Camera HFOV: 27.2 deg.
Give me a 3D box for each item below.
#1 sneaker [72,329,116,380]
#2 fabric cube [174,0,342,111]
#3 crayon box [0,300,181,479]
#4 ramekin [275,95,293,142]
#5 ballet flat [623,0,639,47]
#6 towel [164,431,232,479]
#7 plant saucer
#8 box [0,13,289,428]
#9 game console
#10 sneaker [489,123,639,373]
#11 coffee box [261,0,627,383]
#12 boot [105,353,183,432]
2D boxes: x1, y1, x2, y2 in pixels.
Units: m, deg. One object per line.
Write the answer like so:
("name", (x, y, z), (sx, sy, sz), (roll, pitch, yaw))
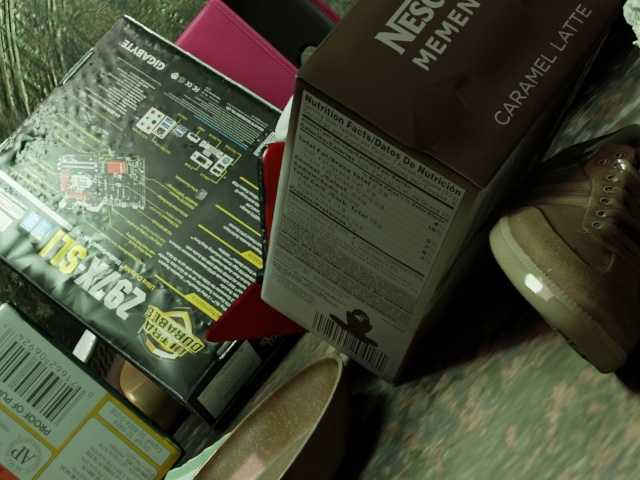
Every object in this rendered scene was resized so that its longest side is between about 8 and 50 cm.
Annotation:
("sneaker", (-0.249, 0.134, 1.558), (0.290, 0.106, 0.123), (-53, 12, -28))
("fabric cube", (-0.071, -0.118, 1.446), (0.258, 0.254, 0.259), (-47, 8, 23))
("crayon box", (-0.303, 0.238, 1.145), (0.323, 0.203, 0.083), (-49, 7, -8))
("ramekin", (0.100, -0.147, 1.005), (0.277, 0.135, 0.277), (-50, 10, 12))
("ballet flat", (0.217, -0.214, 0.774), (0.147, 0.147, 0.409), (-44, 10, 31))
("towel", (-0.111, 0.204, 0.923), (0.113, 0.023, 0.152), (-42, 10, 45))
("plant saucer", (-0.043, 0.151, 0.760), (0.198, 0.036, 0.198), (-48, 7, 8))
("box", (-0.140, -0.029, 1.185), (0.257, 0.322, 0.079), (-51, -26, -12))
("game console", (0.000, 0.000, 0.855), (0.144, 0.124, 0.085), (-4, 1, -40))
("sneaker", (0.117, -0.010, 0.556), (0.071, 0.066, 0.188), (-45, 9, 17))
("coffee box", (0.054, -0.042, 0.681), (0.141, 0.098, 0.246), (-53, -10, -25))
("boot", (-0.224, 0.190, 1.362), (0.207, 0.090, 0.248), (-48, 11, -12))
